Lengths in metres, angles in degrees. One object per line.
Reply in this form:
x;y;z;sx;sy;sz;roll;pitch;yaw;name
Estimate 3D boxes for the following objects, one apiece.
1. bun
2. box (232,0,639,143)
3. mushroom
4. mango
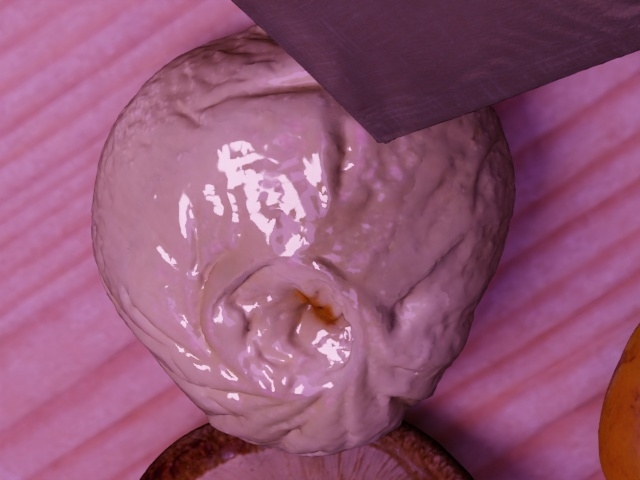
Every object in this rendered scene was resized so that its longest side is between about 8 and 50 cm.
0.000;0.000;0.852;0.244;0.153;0.244;-3;115;-6;bun
0.084;-0.171;0.699;0.231;0.155;0.149;-19;142;27;box
-0.001;0.198;0.937;0.231;0.194;0.138;31;142;13;mushroom
0.216;0.102;0.935;0.115;0.089;0.165;-11;112;2;mango
